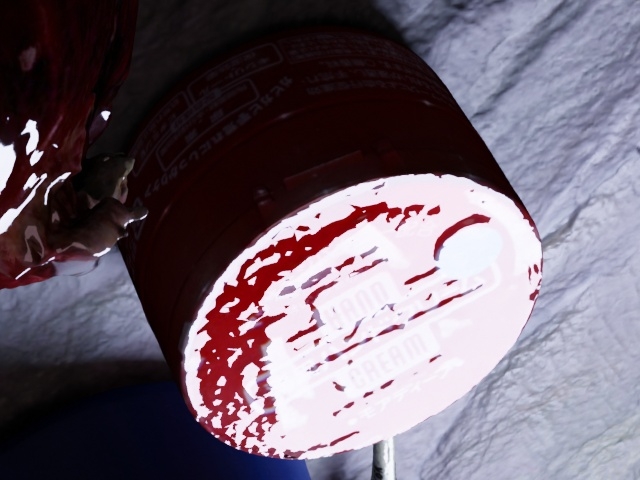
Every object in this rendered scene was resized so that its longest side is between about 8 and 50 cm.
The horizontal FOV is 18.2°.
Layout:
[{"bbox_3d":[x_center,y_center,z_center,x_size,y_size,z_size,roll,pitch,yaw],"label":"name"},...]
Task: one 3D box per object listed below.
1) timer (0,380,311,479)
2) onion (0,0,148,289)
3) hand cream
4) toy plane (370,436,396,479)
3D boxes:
[{"bbox_3d":[-0.070,0.305,1.215,0.270,0.383,0.270,-16,137,-16],"label":"timer"},{"bbox_3d":[-0.192,-0.053,0.865,0.314,0.232,0.314,-48,178,-2],"label":"onion"},{"bbox_3d":[0.000,0.000,1.141,0.230,0.149,0.230,-17,139,-15],"label":"hand cream"},{"bbox_3d":[0.044,0.203,1.404,0.092,0.108,0.286,-12,122,-19],"label":"toy plane"}]
